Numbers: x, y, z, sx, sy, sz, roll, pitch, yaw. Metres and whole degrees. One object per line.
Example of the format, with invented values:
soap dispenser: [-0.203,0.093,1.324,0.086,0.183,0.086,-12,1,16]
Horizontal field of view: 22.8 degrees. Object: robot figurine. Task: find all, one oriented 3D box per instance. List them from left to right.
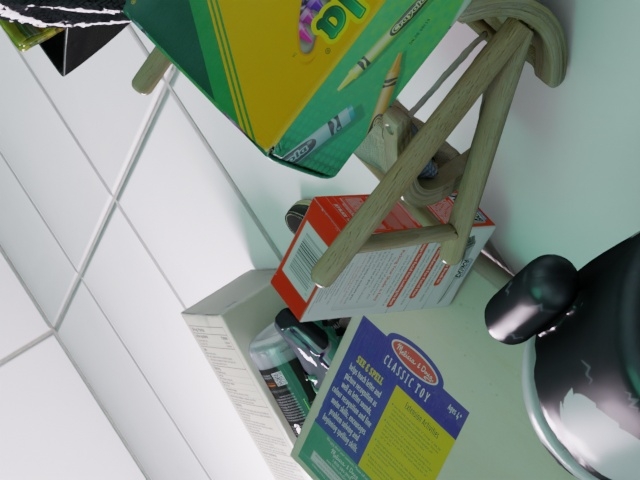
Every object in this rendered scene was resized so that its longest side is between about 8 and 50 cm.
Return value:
robot figurine: [0.235,0.077,1.015,0.209,0.173,0.278,59,160,6]

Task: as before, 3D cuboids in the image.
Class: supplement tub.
supplement tub: [0.012,0.170,1.762,0.190,0.117,0.117,62,160,-8]

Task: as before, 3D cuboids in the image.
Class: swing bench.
swing bench: [0.028,-0.146,1.164,0.253,0.165,0.255,48,127,30]

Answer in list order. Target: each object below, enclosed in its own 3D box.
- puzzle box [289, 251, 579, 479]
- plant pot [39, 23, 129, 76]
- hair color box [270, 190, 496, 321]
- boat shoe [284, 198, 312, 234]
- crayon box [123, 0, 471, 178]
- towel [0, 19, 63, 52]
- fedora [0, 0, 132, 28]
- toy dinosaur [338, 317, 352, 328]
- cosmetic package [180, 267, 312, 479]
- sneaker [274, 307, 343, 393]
puzzle box: [0.153,0.189,1.335,0.409,0.052,0.272,42,117,39]
plant pot: [-0.231,-0.307,1.564,0.187,0.167,0.188,55,159,10]
hair color box: [0.052,0.011,1.288,0.053,0.167,0.093,53,129,35]
boat shoe: [0.000,0.000,1.639,0.152,0.049,0.056,28,145,55]
crayon box: [0.021,-0.198,0.991,0.165,0.278,0.081,46,-165,30]
towel: [-0.199,-0.271,1.436,0.102,0.237,0.021,54,166,9]
fedora: [-0.193,-0.253,1.286,0.334,0.334,0.153,-176,84,-66]
toy dinosaur: [0.087,0.124,1.628,0.112,0.064,0.211,36,-169,-50]
cosmetic package: [-0.028,0.191,1.896,0.309,0.113,0.160,63,160,-10]
sneaker: [0.022,0.170,1.666,0.223,0.098,0.083,41,-171,-4]
